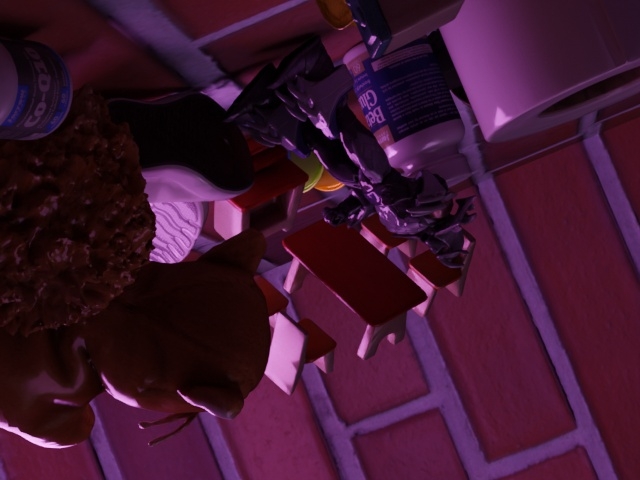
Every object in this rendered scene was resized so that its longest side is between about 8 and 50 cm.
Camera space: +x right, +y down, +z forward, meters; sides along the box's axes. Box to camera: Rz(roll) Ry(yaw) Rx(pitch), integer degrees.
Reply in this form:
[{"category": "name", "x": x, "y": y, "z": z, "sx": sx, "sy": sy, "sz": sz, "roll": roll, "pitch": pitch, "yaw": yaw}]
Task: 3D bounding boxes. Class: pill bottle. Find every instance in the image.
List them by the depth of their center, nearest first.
[{"category": "pill bottle", "x": -0.247, "y": -0.115, "z": 1.438, "sx": 0.078, "sy": 0.078, "sz": 0.137, "roll": -24, "pitch": 174, "yaw": 18}, {"category": "pill bottle", "x": 0.096, "y": -0.134, "z": 2.038, "sx": 0.094, "sy": 0.169, "sz": 0.094, "roll": -22, "pitch": 174, "yaw": -3}]

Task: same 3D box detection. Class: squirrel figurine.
[{"category": "squirrel figurine", "x": -0.233, "y": 0.051, "z": 1.697, "sx": 0.370, "sy": 0.281, "sz": 0.397, "roll": 8, "pitch": 147, "yaw": 8}]

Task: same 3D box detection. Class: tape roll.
[{"category": "tape roll", "x": 0.237, "y": -0.216, "z": 1.829, "sx": 0.246, "sy": 0.169, "sz": 0.246, "roll": -22, "pitch": 173, "yaw": -3}]

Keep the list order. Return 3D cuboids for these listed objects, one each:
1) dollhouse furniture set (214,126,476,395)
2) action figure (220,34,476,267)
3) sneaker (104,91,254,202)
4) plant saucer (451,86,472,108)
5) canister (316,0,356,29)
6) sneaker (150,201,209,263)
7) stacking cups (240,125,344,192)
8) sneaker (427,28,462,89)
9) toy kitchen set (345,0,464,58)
[{"category": "dollhouse furniture set", "x": 0.000, "y": 0.000, "z": 2.061, "sx": 0.262, "sy": 0.259, "sz": 0.135, "roll": -27, "pitch": 146, "yaw": -35}, {"category": "action figure", "x": 0.044, "y": -0.068, "z": 1.940, "sx": 0.099, "sy": 0.285, "sz": 0.185, "roll": -55, "pitch": -164, "yaw": -29}, {"category": "sneaker", "x": -0.177, "y": -0.086, "z": 1.896, "sx": 0.123, "sy": 0.106, "sz": 0.290, "roll": -18, "pitch": 167, "yaw": 28}, {"category": "plant saucer", "x": 0.242, "y": -0.187, "z": 2.161, "sx": 0.198, "sy": 0.036, "sz": 0.198, "roll": -12, "pitch": -146, "yaw": 8}, {"category": "canister", "x": 0.089, "y": -0.239, "z": 1.571, "sx": 0.170, "sy": 0.073, "sz": 0.126, "roll": -21, "pitch": 174, "yaw": -26}, {"category": "sneaker", "x": -0.201, "y": -0.029, "z": 2.405, "sx": 0.115, "sy": 0.105, "sz": 0.281, "roll": -53, "pitch": -172, "yaw": -29}, {"category": "stacking cups", "x": -0.090, "y": -0.093, "z": 2.196, "sx": 0.096, "sy": 0.096, "sz": 0.316, "roll": -27, "pitch": 167, "yaw": 38}, {"category": "sneaker", "x": 0.222, "y": -0.205, "z": 2.066, "sx": 0.286, "sy": 0.130, "sz": 0.109, "roll": -24, "pitch": 176, "yaw": 29}, {"category": "toy kitchen set", "x": -0.001, "y": -0.182, "z": 1.303, "sx": 0.122, "sy": 0.166, "sz": 0.207, "roll": -21, "pitch": 174, "yaw": -8}]
